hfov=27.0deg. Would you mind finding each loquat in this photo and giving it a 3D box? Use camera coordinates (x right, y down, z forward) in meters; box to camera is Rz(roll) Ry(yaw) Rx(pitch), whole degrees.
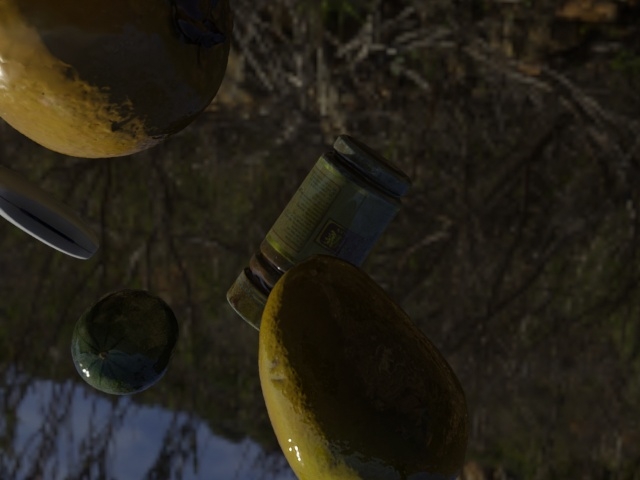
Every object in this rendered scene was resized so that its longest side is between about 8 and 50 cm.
[{"bbox_3d":[-0.201,-0.208,1.196,0.275,0.275,0.275,1,-164,0],"label":"loquat"}]

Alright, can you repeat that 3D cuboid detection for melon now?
[{"bbox_3d":[-0.216,0.110,1.476,0.114,0.114,0.167,2,-167,6],"label":"melon"}]

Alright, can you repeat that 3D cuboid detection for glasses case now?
[{"bbox_3d":[-0.330,-0.035,1.541,0.074,0.049,0.193,41,-177,41],"label":"glasses case"}]

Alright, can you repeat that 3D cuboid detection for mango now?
[{"bbox_3d":[0.050,0.188,1.742,0.253,0.365,0.182,-19,174,-25],"label":"mango"}]

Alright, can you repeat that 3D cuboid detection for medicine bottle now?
[{"bbox_3d":[0.000,0.000,2.114,0.151,0.322,0.151,34,-170,-7],"label":"medicine bottle"}]
